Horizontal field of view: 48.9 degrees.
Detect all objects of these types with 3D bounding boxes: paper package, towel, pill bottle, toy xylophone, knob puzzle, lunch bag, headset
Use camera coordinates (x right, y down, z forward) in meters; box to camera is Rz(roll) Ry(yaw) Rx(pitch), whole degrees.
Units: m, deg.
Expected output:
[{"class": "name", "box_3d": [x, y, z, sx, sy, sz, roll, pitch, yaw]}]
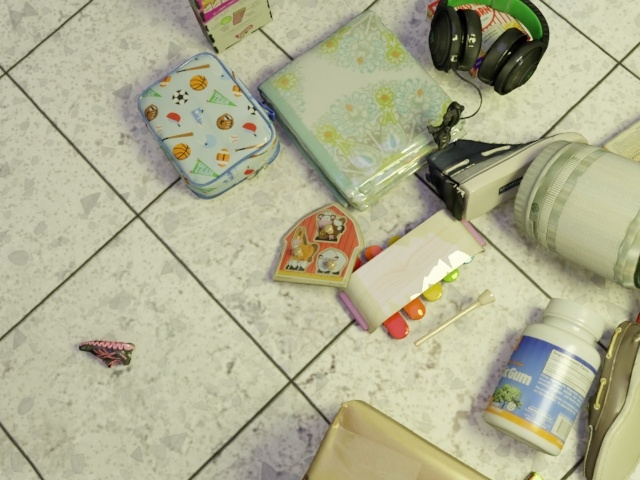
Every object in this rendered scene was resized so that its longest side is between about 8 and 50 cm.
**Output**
[{"class": "paper package", "box_3d": [0.156, 0.426, 1.227, 0.325, 0.309, 0.168, 29, 82, 12]}, {"class": "towel", "box_3d": [0.089, -0.284, 1.533, 0.321, 0.090, 0.374, -35, 76, -8]}, {"class": "pill bottle", "box_3d": [0.431, 0.252, 1.331, 0.152, 0.152, 0.272, 26, 79, 11]}, {"class": "toy xylophone", "box_3d": [0.203, 0.080, 1.429, 0.323, 0.081, 0.236, -27, 75, -3]}, {"class": "knob puzzle", "box_3d": [0.000, 0.000, 1.459, 0.213, 0.030, 0.213, -13, 55, 19]}, {"class": "lunch bag", "box_3d": [-0.235, -0.250, 1.536, 0.243, 0.115, 0.303, -35, 75, -7]}, {"class": "headset", "box_3d": [0.325, -0.372, 1.462, 0.243, 0.185, 0.394, 23, 57, 6]}]

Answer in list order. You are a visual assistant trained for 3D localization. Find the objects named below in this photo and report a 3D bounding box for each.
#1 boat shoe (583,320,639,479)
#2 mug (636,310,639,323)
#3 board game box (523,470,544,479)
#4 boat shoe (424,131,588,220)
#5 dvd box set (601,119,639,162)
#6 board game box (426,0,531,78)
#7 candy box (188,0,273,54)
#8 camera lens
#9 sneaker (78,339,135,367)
[{"class": "boat shoe", "box_3d": [0.563, 0.312, 1.330, 0.117, 0.097, 0.324, 15, 94, -32]}, {"class": "mug", "box_3d": [0.675, 0.150, 1.323, 0.150, 0.113, 0.169, -18, 112, 18]}, {"class": "board game box", "box_3d": [0.439, 0.532, 1.314, 0.181, 0.043, 0.092, 43, 83, 14]}, {"class": "boat shoe", "box_3d": [0.379, -0.173, 1.464, 0.341, 0.127, 0.158, -22, 50, -18]}, {"class": "dvd box set", "box_3d": [0.824, -0.116, 1.410, 0.308, 0.062, 0.420, -35, 67, -5]}, {"class": "board game box", "box_3d": [0.353, -0.480, 1.579, 0.147, 0.045, 0.193, -31, 75, -4]}, {"class": "candy box", "box_3d": [-0.201, -0.528, 1.540, 0.159, 0.233, 0.071, -33, 75, -5]}, {"class": "camera lens", "box_3d": [0.536, -0.051, 1.325, 0.274, 0.219, 0.219, 32, 79, 38]}, {"class": "sneaker", "box_3d": [-0.448, 0.237, 1.466, 0.119, 0.047, 0.057, 4, 87, 7]}]
